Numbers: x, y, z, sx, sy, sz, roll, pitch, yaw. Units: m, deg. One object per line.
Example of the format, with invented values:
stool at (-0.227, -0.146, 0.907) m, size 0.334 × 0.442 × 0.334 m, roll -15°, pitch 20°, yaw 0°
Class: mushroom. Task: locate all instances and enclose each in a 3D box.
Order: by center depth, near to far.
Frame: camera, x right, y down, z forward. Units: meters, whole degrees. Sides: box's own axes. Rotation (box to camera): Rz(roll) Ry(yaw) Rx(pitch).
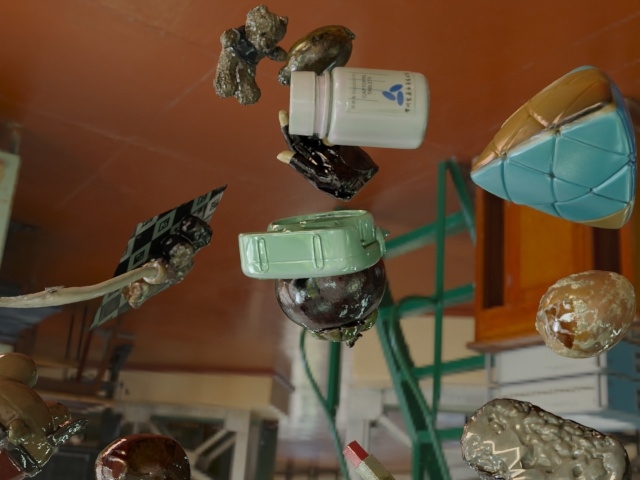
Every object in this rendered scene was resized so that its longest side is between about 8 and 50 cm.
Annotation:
mushroom at (-0.358, 0.072, 1.310) m, size 0.306 × 0.043 × 0.068 m, roll -12°, pitch 173°, yaw -42°

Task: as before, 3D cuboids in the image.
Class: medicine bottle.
medicine bottle at (0.079, -0.287, 1.879) m, size 0.293 × 0.170 × 0.170 m, roll 2°, pitch 161°, yaw -5°

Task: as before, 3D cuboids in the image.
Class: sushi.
sushi at (0.436, 0.466, 1.722) m, size 0.348 × 0.234 × 0.207 m, roll 25°, pitch 155°, yaw 32°
sushi at (-0.331, 0.052, 1.945) m, size 0.339 × 0.069 × 0.320 m, roll -32°, pitch 156°, yaw -57°

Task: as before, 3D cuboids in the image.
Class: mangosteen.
mangosteen at (0.039, 0.120, 2.265) m, size 0.300 × 0.300 × 0.300 m, roll 4°, pitch 161°, yaw 1°

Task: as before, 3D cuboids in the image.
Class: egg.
egg at (0.599, 0.164, 1.963) m, size 0.233 × 0.195 × 0.195 m, roll -33°, pitch 145°, yaw 23°

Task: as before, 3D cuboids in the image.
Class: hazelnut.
hazelnut at (-0.413, 0.551, 2.067) m, size 0.234 × 0.218 × 0.218 m, roll 43°, pitch 145°, yaw -20°

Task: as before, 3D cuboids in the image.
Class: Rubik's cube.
Rubik's cube at (0.339, -0.095, 1.231) m, size 0.254 × 0.254 × 0.254 m, roll 4°, pitch 161°, yaw 1°

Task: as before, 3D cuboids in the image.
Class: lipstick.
lipstick at (0.141, 0.503, 1.733) m, size 0.051 × 0.051 × 0.312 m, roll -1°, pitch -150°, yaw -40°

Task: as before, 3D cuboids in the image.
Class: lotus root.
lotus root at (-0.008, -0.420, 2.008) m, size 0.209 × 0.120 × 0.120 m, roll -37°, pitch 162°, yaw -9°

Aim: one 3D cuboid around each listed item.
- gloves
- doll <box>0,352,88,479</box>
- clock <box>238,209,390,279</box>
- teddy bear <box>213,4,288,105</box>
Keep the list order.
gloves at (0.001, -0.227, 2.279) m, size 0.301 × 0.197 × 0.152 m, roll 52°, pitch 156°, yaw -16°
doll at (-0.474, 0.298, 1.128) m, size 0.235 × 0.330 × 0.174 m, roll 58°, pitch 157°, yaw -18°
clock at (0.000, 0.001, 1.030) m, size 0.148 × 0.060 × 0.188 m, roll -5°, pitch -173°, yaw 22°
teddy bear at (-0.179, -0.455, 2.097) m, size 0.182 × 0.129 × 0.251 m, roll -2°, pitch 136°, yaw -52°
